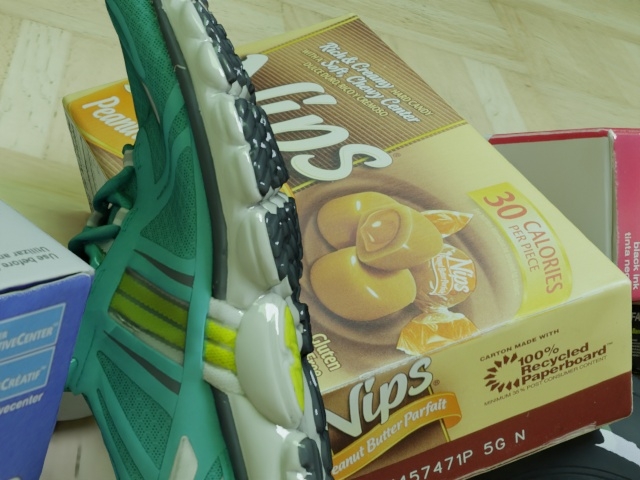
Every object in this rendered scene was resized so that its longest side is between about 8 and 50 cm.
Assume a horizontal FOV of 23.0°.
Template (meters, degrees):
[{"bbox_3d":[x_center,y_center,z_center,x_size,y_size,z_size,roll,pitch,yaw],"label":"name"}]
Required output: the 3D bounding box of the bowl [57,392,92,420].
[{"bbox_3d":[-0.157,0.028,0.696,0.142,0.053,0.142,34,-5,26],"label":"bowl"}]

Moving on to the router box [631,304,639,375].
[{"bbox_3d":[0.211,0.061,0.914,0.092,0.038,0.122,10,-6,-22],"label":"router box"}]

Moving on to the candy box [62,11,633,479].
[{"bbox_3d":[0.000,0.000,0.806,0.183,0.087,0.316,-18,35,-15],"label":"candy box"}]

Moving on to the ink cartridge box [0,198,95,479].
[{"bbox_3d":[-0.271,0.025,0.536,0.395,0.151,0.270,32,27,30],"label":"ink cartridge box"}]

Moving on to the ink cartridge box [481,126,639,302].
[{"bbox_3d":[0.190,-0.016,0.974,0.237,0.100,0.172,-2,1,-41],"label":"ink cartridge box"}]

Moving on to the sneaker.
[{"bbox_3d":[-0.061,0.022,0.598,0.110,0.275,0.107,-7,-9,4],"label":"sneaker"}]

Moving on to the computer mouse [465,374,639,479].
[{"bbox_3d":[0.173,0.109,0.804,0.272,0.072,0.188,14,25,-14],"label":"computer mouse"}]
